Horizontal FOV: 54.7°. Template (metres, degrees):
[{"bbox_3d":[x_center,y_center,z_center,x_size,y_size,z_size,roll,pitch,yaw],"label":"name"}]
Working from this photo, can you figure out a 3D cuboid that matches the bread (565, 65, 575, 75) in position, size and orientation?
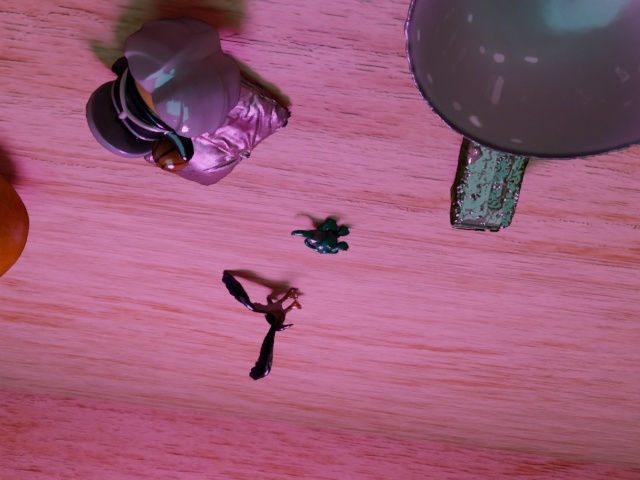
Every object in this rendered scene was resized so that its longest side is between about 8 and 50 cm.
[{"bbox_3d":[0.233,-0.206,0.790,0.152,0.077,0.105,-1,154,7],"label":"bread"}]

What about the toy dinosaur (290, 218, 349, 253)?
[{"bbox_3d":[0.000,0.000,1.235,0.132,0.059,0.096,18,155,-35],"label":"toy dinosaur"}]

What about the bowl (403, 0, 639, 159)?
[{"bbox_3d":[0.256,-0.249,0.619,0.337,0.157,0.337,6,145,5],"label":"bowl"}]

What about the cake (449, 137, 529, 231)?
[{"bbox_3d":[0.265,-0.135,0.961,0.100,0.099,0.235,5,130,5],"label":"cake"}]

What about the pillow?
[{"bbox_3d":[-0.164,-0.170,0.975,0.135,0.049,0.248,26,142,-31],"label":"pillow"}]

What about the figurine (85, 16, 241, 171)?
[{"bbox_3d":[-0.208,-0.190,0.834,0.236,0.133,0.176,-20,110,47],"label":"figurine"}]

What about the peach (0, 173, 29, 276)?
[{"bbox_3d":[-0.688,-0.034,1.102,0.308,0.308,0.332,-6,162,22],"label":"peach"}]

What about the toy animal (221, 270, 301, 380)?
[{"bbox_3d":[-0.113,0.171,1.468,0.197,0.160,0.272,-12,108,42],"label":"toy animal"}]
